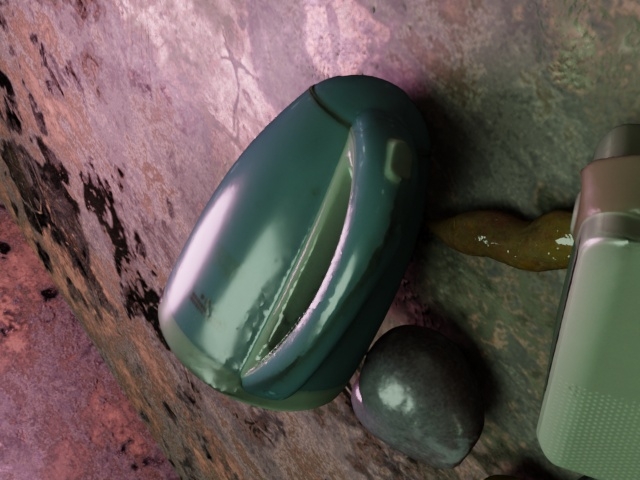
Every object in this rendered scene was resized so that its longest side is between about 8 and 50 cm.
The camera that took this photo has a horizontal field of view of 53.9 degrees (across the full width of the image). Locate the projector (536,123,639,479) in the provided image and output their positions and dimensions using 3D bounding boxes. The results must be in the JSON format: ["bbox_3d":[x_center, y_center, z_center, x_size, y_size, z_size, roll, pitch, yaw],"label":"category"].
[{"bbox_3d":[0.253,0.039,0.442,0.163,0.177,0.242,11,126,19],"label":"projector"}]

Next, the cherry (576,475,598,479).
[{"bbox_3d":[0.330,0.285,0.484,0.296,0.218,0.255,42,177,38],"label":"cherry"}]

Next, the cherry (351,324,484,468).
[{"bbox_3d":[0.120,0.185,0.765,0.176,0.140,0.176,26,136,28],"label":"cherry"}]

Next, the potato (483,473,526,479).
[{"bbox_3d":[0.305,0.416,0.677,0.369,0.176,0.195,43,175,30],"label":"potato"}]

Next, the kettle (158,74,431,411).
[{"bbox_3d":[0.000,0.000,0.664,0.342,0.247,0.319,-61,20,24],"label":"kettle"}]

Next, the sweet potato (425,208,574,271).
[{"bbox_3d":[0.190,-0.002,0.626,0.218,0.051,0.065,4,119,51],"label":"sweet potato"}]
